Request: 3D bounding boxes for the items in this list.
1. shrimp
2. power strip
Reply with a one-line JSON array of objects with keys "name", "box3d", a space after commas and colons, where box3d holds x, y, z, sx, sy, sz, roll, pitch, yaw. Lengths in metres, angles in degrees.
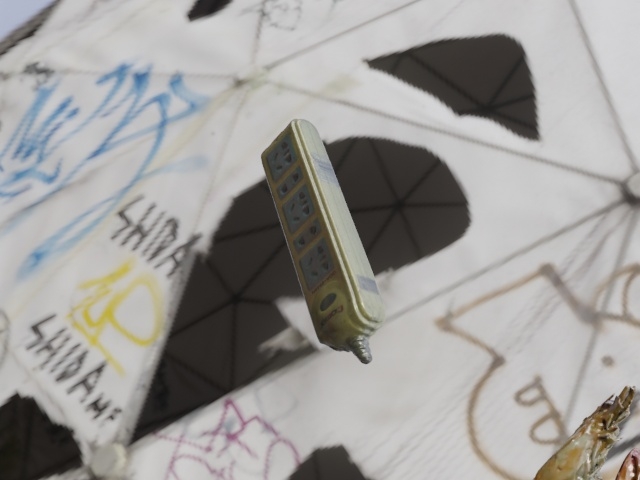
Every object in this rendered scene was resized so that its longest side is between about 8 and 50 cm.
[{"name": "shrimp", "box3d": [0.306, 0.269, 1.264, 0.053, 0.236, 0.133, 43, -12, -27]}, {"name": "power strip", "box3d": [0.000, 0.000, 1.468, 0.092, 0.066, 0.387, -44, -132, 29]}]
